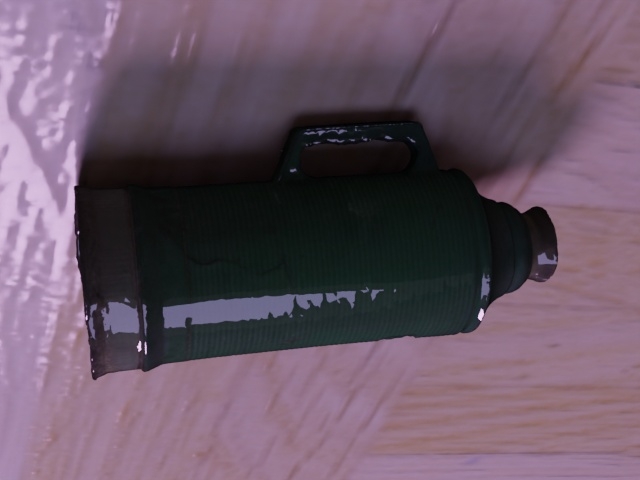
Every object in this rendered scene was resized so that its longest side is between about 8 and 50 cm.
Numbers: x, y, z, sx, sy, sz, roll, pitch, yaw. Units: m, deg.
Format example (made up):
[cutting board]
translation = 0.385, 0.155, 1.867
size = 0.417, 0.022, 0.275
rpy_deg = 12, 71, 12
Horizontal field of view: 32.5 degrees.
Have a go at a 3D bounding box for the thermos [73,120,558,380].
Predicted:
[thermos]
translation = 0.000, 0.004, 0.436
size = 0.188, 0.083, 0.073
rpy_deg = -4, 162, -14
